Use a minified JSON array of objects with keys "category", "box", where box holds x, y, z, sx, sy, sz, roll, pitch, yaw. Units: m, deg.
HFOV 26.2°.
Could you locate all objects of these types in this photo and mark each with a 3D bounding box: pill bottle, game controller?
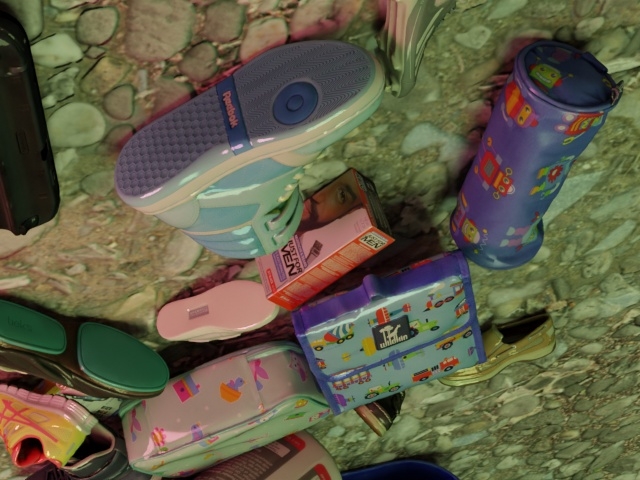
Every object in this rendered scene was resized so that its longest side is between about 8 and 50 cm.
[{"category":"pill bottle","box":[-0.127,0.411,1.976,0.318,0.176,0.176,-33,159,-40]},{"category":"game controller","box":[-0.363,-0.110,1.391,0.166,0.067,0.319,1,143,-1]}]

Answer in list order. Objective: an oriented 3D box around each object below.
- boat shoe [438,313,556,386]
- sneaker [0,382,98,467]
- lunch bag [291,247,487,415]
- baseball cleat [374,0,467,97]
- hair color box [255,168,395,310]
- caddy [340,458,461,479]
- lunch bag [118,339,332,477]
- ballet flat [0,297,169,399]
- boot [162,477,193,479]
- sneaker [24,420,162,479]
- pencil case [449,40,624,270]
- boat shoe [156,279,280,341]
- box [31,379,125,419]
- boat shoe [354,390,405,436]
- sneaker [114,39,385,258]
[{"category":"boat shoe","box":[0.253,0.151,2.011,0.190,0.068,0.072,-21,134,-12]},{"category":"sneaker","box":[-0.384,0.243,1.763,0.208,0.094,0.081,1,148,40]},{"category":"lunch bag","box":[0.083,0.093,1.731,0.220,0.138,0.293,-19,159,1]},{"category":"baseball cleat","box":[0.111,-0.228,1.414,0.109,0.072,0.206,-17,149,-12]},{"category":"hair color box","box":[0.000,0.000,1.656,0.167,0.093,0.053,-35,142,22]},{"category":"caddy","box":[0.099,0.497,2.256,0.341,0.241,0.179,-12,149,-9]},{"category":"lunch bag","box":[-0.129,0.234,1.886,0.279,0.108,0.224,-23,164,12]},{"category":"ballet flat","box":[-0.326,0.142,1.721,0.280,0.095,0.096,26,137,-32]},{"category":"boot","box":[-0.240,0.434,2.172,0.115,0.112,0.305,10,153,14]},{"category":"sneaker","box":[-0.358,0.316,1.923,0.226,0.086,0.163,-17,148,17]},{"category":"pencil case","box":[0.247,-0.099,1.608,0.133,0.119,0.306,-23,151,-30]},{"category":"boat shoe","box":[-0.120,0.097,1.738,0.184,0.066,0.063,-20,159,29]},{"category":"box","box":[-0.312,0.205,1.859,0.136,0.028,0.081,18,132,-43]},{"category":"boat shoe","box":[0.082,0.217,1.946,0.073,0.080,0.223,-40,-178,2]},{"category":"sneaker","box":[-0.041,-0.089,1.494,0.319,0.127,0.208,-21,144,22]}]
